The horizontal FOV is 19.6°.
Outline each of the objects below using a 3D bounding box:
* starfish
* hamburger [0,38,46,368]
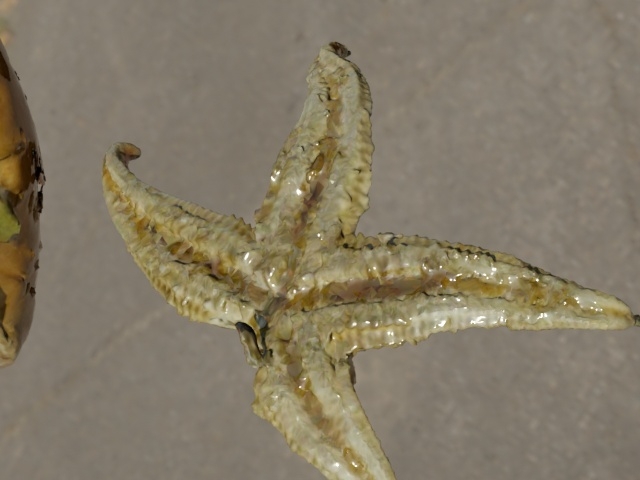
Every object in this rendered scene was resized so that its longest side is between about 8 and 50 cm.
[{"bbox_3d":[0.000,-0.002,0.770,0.138,0.050,0.247,-43,56,0],"label":"starfish"},{"bbox_3d":[-0.241,-0.031,0.821,0.211,0.260,0.245,-27,-6,-37],"label":"hamburger"}]
